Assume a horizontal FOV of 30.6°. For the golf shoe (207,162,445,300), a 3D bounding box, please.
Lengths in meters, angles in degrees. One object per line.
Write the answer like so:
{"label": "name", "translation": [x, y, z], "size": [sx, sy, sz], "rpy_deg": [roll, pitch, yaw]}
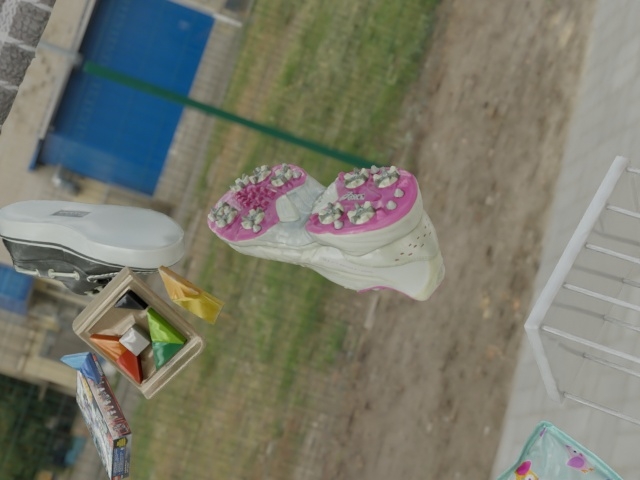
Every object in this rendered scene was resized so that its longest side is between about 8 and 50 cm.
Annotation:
{"label": "golf shoe", "translation": [0.000, 0.000, 1.196], "size": [0.306, 0.140, 0.115], "rpy_deg": [8, 51, 51]}

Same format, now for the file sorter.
{"label": "file sorter", "translation": [0.412, 0.072, 1.494], "size": [0.278, 0.173, 0.193], "rpy_deg": [-57, -34, -23]}

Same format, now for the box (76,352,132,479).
{"label": "box", "translation": [-0.275, 0.223, 1.481], "size": [0.137, 0.027, 0.094], "rpy_deg": [56, 148, 37]}

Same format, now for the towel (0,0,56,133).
{"label": "towel", "translation": [-0.254, -0.045, 0.459], "size": [0.284, 0.235, 0.121], "rpy_deg": [-65, 25, 10]}

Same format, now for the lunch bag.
{"label": "lunch bag", "translation": [0.316, 0.359, 1.304], "size": [0.160, 0.262, 0.223], "rpy_deg": [-46, -29, -16]}

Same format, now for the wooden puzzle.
{"label": "wooden puzzle", "translation": [-0.117, 0.060, 0.750], "size": [0.116, 0.078, 0.014], "rpy_deg": [-51, 0, 30]}

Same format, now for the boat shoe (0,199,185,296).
{"label": "boat shoe", "translation": [-0.202, 0.010, 1.050], "size": [0.078, 0.219, 0.070], "rpy_deg": [-29, -61, -44]}
